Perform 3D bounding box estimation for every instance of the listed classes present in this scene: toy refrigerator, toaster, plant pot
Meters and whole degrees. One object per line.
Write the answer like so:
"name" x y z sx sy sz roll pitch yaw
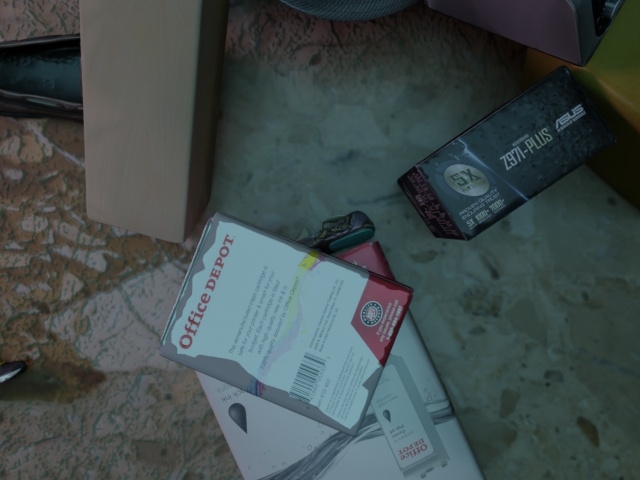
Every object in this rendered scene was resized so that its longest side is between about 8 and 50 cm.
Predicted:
"toy refrigerator" -0.149 -0.137 0.615 0.102 0.094 0.270 15 127 3
"toaster" 0.169 -0.255 0.529 0.185 0.110 0.168 31 88 25
"plant pot" 0.306 -0.174 0.616 0.187 0.212 0.212 36 91 14

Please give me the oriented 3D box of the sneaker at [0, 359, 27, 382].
"sneaker" -0.356 0.138 0.717 0.083 0.031 0.035 -16 89 2

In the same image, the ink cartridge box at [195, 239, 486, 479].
"ink cartridge box" 0.020 0.168 0.660 0.207 0.117 0.283 -25 88 1

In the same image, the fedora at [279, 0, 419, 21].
"fedora" 0.023 -0.317 0.656 0.243 0.124 0.275 44 80 -1

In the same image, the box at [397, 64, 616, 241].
"box" 0.158 -0.072 0.624 0.147 0.180 0.078 -34 90 3

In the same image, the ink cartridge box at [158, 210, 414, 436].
"ink cartridge box" -0.027 0.066 0.568 0.175 0.072 0.128 22 90 3

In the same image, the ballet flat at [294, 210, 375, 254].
"ballet flat" 0.000 0.000 0.706 0.114 0.041 0.041 -24 89 2

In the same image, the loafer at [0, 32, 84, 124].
"loafer" -0.251 -0.166 0.688 0.267 0.084 0.096 -2 90 2
